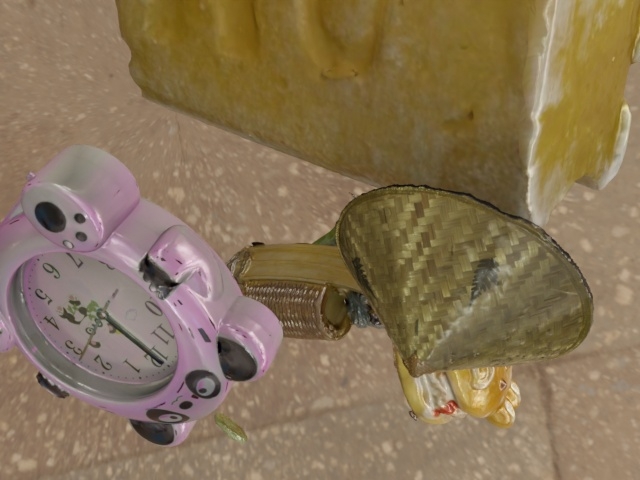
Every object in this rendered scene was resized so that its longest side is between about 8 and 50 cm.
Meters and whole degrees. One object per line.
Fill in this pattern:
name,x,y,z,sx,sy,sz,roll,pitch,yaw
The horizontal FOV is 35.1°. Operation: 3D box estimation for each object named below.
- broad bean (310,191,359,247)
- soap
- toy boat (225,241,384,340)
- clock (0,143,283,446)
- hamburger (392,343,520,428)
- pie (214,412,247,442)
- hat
broad bean,0.005,0.003,1.750,0.069,0.039,0.227,39,114,-15
soap,0.029,-0.191,0.611,0.335,0.156,0.293,24,125,30
toy boat,-0.018,0.070,1.264,0.115,0.310,0.089,-59,135,-30
clock,-0.173,0.059,0.866,0.248,0.090,0.227,40,128,-10
hamburger,0.279,0.242,1.976,0.186,0.261,0.302,-7,114,27
pie,-0.171,0.358,1.930,0.085,0.085,0.017,37,91,-11
hat,0.061,0.044,0.522,0.146,0.146,0.067,36,59,-11
